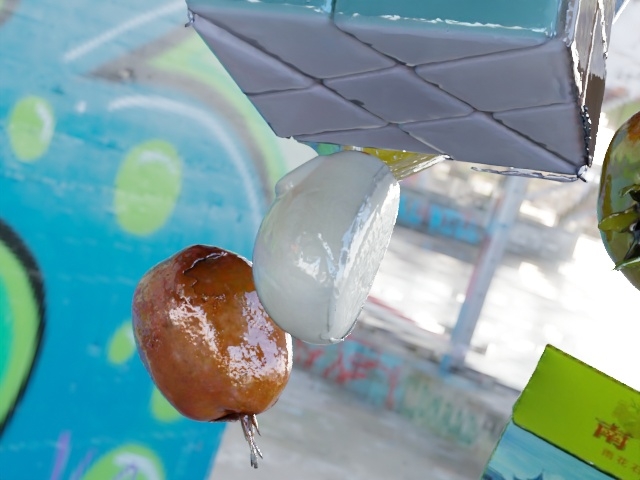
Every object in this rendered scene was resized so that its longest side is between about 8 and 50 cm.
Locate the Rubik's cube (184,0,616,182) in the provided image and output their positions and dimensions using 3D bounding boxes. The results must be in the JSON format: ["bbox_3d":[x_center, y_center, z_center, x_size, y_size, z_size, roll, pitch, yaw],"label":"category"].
[{"bbox_3d":[0.066,-0.185,0.912,0.231,0.225,0.221,8,-14,15],"label":"Rubik's cube"}]

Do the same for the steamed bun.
[{"bbox_3d":[0.000,0.000,1.656,0.130,0.228,0.177,17,-22,15],"label":"steamed bun"}]

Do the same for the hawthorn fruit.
[{"bbox_3d":[-0.129,0.154,1.938,0.211,0.299,0.211,-18,-12,-4],"label":"hawthorn fruit"}]

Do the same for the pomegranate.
[{"bbox_3d":[0.356,-0.037,1.382,0.221,0.221,0.256,23,26,37],"label":"pomegranate"}]

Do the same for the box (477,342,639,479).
[{"bbox_3d":[0.166,0.218,0.917,0.187,0.047,0.335,27,43,9],"label":"box"}]

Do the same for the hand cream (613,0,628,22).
[{"bbox_3d":[0.259,-0.239,1.272,0.058,0.271,0.091,39,11,13],"label":"hand cream"}]

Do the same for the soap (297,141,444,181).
[{"bbox_3d":[0.122,-0.177,1.962,0.293,0.156,0.335,-26,-2,-7],"label":"soap"}]
